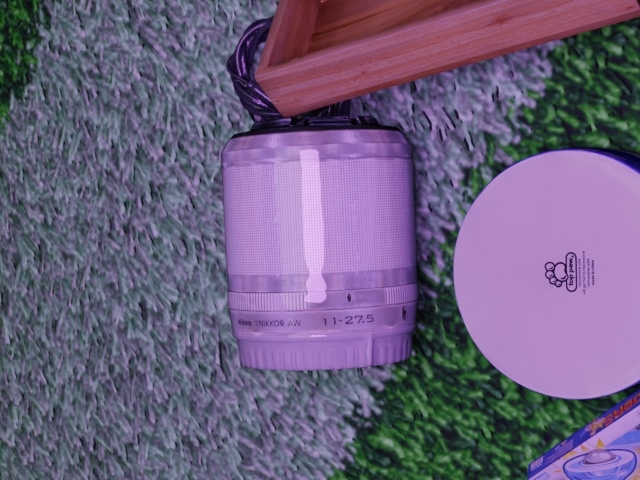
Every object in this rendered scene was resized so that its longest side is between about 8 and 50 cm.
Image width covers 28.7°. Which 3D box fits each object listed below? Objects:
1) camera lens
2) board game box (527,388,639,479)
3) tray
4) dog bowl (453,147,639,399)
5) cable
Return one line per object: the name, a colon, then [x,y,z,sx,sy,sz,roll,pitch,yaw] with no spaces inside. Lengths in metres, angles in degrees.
camera lens: [0.000,0.000,1.424,0.219,0.219,0.274,-2,92,32]
board game box: [0.336,0.236,1.304,0.136,0.035,0.201,44,117,-9]
tray: [0.139,-0.270,1.339,0.411,0.076,0.203,-13,44,29]
dog bowl: [0.278,0.033,1.323,0.265,0.104,0.264,1,93,31]
cable: [-0.036,-0.203,1.545,0.184,0.047,0.150,12,103,28]
